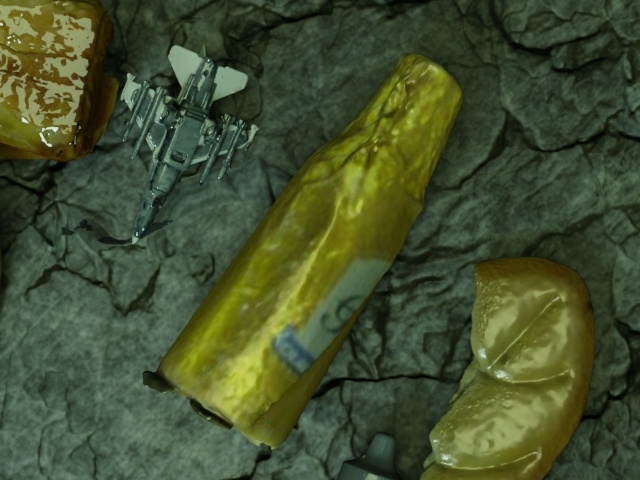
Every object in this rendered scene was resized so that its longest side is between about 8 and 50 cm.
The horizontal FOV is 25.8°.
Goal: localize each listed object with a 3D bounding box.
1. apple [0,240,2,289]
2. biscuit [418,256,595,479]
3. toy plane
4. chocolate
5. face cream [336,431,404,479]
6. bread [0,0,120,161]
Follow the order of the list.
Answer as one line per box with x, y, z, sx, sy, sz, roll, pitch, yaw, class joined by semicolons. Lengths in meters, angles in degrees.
-0.437;0.069;1.473;0.193;0.120;0.264;9;82;15;apple
0.205;0.161;1.481;0.154;0.045;0.299;17;81;2;biscuit
-0.152;-0.104;1.503;0.160;0.082;0.234;21;85;-24;toy plane
0.000;0.000;1.450;0.162;0.162;0.445;32;85;3;chocolate
0.021;0.349;1.452;0.092;0.092;0.311;19;86;2;face cream
-0.384;-0.194;1.479;0.344;0.149;0.195;13;97;1;bread
